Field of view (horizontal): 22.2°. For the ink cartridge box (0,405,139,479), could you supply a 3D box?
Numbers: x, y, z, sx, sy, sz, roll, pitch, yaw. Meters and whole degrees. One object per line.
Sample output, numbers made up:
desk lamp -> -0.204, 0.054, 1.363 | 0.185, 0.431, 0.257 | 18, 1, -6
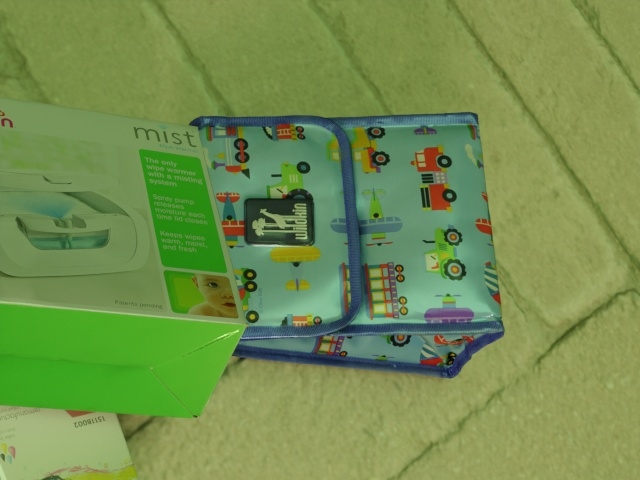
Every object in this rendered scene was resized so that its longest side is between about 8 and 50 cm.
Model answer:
ink cartridge box -> -0.203, 0.209, 1.285 | 0.115, 0.067, 0.198 | -11, 73, -36

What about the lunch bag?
lunch bag -> 0.000, 0.000, 1.496 | 0.293, 0.138, 0.221 | 2, 67, -17

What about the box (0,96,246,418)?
box -> -0.217, 0.010, 1.296 | 0.262, 0.127, 0.231 | 7, 45, -24
